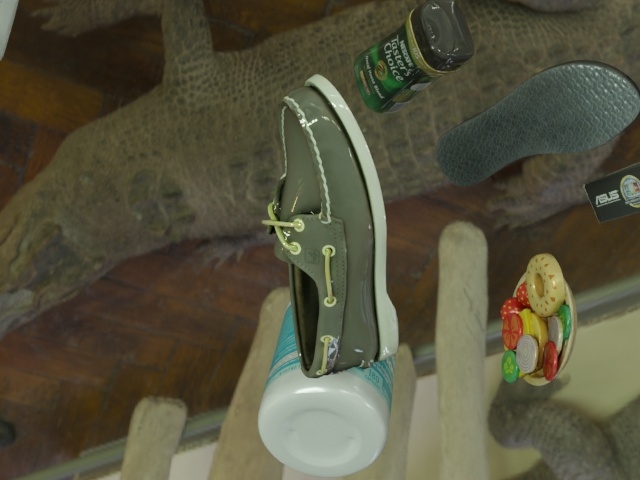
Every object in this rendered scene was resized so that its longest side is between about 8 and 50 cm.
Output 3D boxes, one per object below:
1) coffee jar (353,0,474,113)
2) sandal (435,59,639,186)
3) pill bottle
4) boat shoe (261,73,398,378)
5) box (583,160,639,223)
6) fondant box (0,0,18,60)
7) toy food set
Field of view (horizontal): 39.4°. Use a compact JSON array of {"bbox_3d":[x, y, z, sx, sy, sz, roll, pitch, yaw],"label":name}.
[{"bbox_3d":[0.125,-0.248,1.208,0.079,0.096,0.184,-12,171,-33],"label":"coffee jar"},{"bbox_3d":[0.238,-0.135,1.000,0.255,0.054,0.097,-17,101,45],"label":"sandal"},{"bbox_3d":[0.018,0.141,1.073,0.146,0.264,0.146,4,124,6],"label":"pill bottle"},{"bbox_3d":[0.002,0.002,0.803,0.091,0.109,0.304,-21,126,-14],"label":"boat shoe"},{"bbox_3d":[0.491,-0.104,1.093,0.216,0.270,0.060,-21,88,-20],"label":"box"},{"bbox_3d":[-0.245,-0.284,0.448,0.096,0.330,0.238,6,169,36],"label":"fondant box"},{"bbox_3d":[0.142,0.055,0.587,0.020,0.082,0.083,6,154,-17],"label":"toy food set"}]
